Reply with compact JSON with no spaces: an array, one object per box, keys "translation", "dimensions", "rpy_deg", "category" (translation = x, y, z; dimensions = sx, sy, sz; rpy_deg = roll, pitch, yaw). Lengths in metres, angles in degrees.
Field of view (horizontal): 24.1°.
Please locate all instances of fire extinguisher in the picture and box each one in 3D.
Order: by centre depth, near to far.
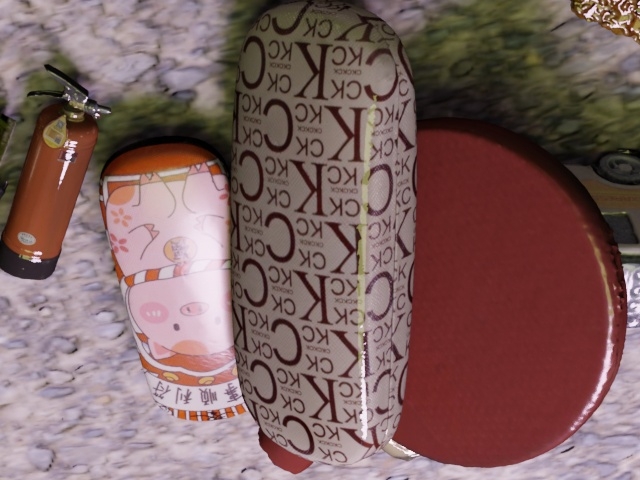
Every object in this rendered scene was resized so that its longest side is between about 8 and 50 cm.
[{"translation":[-0.205,-0.052,1.131],"dimensions":[0.062,0.050,0.177],"rpy_deg":[14,122,-15],"category":"fire extinguisher"}]

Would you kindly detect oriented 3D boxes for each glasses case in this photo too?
[{"translation":[0.000,0.000,1.102],"dimensions":[0.137,0.085,0.355],"rpy_deg":[18,117,36],"category":"glasses case"},{"translation":[-0.104,0.036,1.186],"dimensions":[0.103,0.067,0.267],"rpy_deg":[-8,125,4],"category":"glasses case"}]

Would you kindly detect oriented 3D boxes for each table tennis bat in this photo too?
[{"translation":[0.070,0.073,1.160],"dimensions":[0.268,0.051,0.415],"rpy_deg":[52,134,9],"category":"table tennis bat"}]

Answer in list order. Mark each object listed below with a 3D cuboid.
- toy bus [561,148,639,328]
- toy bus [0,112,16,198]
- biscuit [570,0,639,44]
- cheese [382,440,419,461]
[{"translation":[0.315,0.008,1.146],"dimensions":[0.342,0.138,0.097],"rpy_deg":[2,125,-5],"category":"toy bus"},{"translation":[-0.343,0.020,1.142],"dimensions":[0.139,0.113,0.302],"rpy_deg":[24,122,-14],"category":"toy bus"},{"translation":[0.309,-0.174,1.085],"dimensions":[0.236,0.026,0.131],"rpy_deg":[22,123,-16],"category":"biscuit"},{"translation":[0.064,0.097,1.256],"dimensions":[0.097,0.037,0.192],"rpy_deg":[-19,118,10],"category":"cheese"}]
